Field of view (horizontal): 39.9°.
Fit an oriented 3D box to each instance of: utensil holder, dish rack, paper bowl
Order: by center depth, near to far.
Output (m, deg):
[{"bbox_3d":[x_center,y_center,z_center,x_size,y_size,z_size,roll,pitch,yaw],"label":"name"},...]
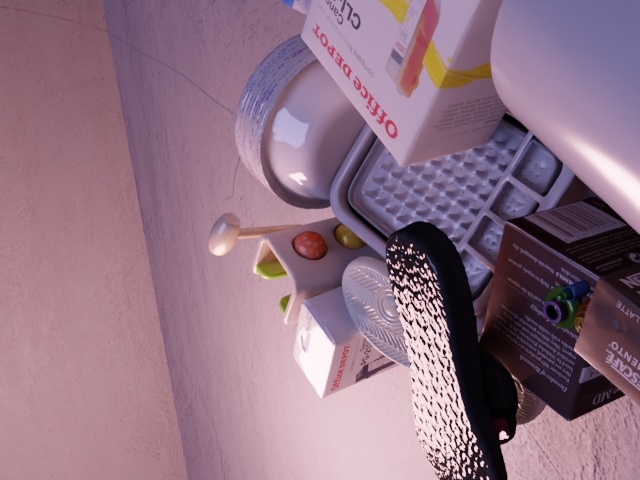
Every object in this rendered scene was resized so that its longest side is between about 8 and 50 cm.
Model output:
[{"bbox_3d":[0.386,-0.130,0.782,0.385,0.327,0.328,53,143,37],"label":"utensil holder"},{"bbox_3d":[0.188,-0.082,1.265,0.333,0.072,0.286,41,108,34],"label":"dish rack"},{"bbox_3d":[0.018,-0.179,1.405,0.148,0.284,0.284,44,137,42],"label":"paper bowl"}]

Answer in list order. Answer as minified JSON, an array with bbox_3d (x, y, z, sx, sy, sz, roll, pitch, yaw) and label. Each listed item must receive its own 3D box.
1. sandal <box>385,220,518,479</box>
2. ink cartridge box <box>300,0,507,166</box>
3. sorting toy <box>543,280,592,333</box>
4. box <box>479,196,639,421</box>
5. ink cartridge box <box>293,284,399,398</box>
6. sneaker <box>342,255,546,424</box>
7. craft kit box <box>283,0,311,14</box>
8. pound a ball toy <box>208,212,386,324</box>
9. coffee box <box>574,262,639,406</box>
[{"bbox_3d":[0.192,0.177,1.135,0.167,0.107,0.446,33,140,56],"label":"sandal"},{"bbox_3d":[0.144,-0.322,1.076,0.279,0.160,0.385,57,147,27],"label":"ink cartridge box"},{"bbox_3d":[0.280,0.079,0.983,0.102,0.042,0.061,12,113,55],"label":"sorting toy"},{"bbox_3d":[0.328,0.079,1.110,0.167,0.168,0.203,38,133,45],"label":"box"},{"bbox_3d":[0.086,0.140,1.449,0.100,0.237,0.172,55,152,31],"label":"ink cartridge box"},{"bbox_3d":[0.195,0.128,1.309,0.350,0.148,0.131,36,128,19],"label":"sneaker"},{"bbox_3d":[0.092,-0.406,1.281,0.246,0.061,0.250,28,136,5],"label":"craft kit box"},{"bbox_3d":[0.000,0.000,1.475,0.208,0.319,0.136,56,144,32],"label":"pound a ball toy"},{"bbox_3d":[0.404,0.085,0.909,0.141,0.246,0.098,45,138,42],"label":"coffee box"}]
